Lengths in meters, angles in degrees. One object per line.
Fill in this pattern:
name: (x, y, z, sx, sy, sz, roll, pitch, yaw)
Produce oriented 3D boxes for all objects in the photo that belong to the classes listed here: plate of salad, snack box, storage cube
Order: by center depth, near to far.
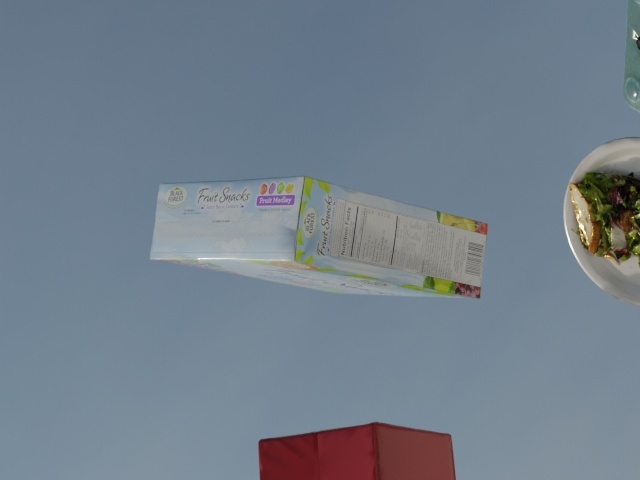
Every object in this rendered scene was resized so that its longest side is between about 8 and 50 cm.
snack box: (0.000, 0.000, 1.235, 0.207, 0.174, 0.070, 11, -97, -44)
plate of salad: (0.357, -0.017, 1.750, 0.048, 0.200, 0.200, -23, -33, -50)
storage cube: (0.051, 0.339, 1.946, 0.184, 0.193, 0.215, -13, -17, 33)

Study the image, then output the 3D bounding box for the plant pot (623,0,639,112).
plant pot: (0.435, -0.203, 1.511, 0.252, 0.247, 0.248, -15, -60, -23)
